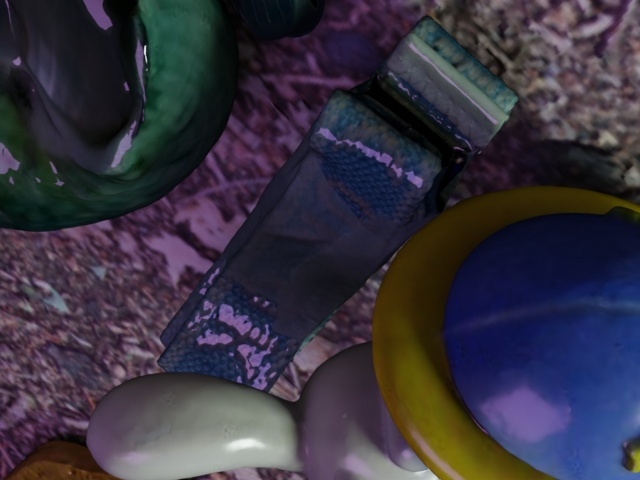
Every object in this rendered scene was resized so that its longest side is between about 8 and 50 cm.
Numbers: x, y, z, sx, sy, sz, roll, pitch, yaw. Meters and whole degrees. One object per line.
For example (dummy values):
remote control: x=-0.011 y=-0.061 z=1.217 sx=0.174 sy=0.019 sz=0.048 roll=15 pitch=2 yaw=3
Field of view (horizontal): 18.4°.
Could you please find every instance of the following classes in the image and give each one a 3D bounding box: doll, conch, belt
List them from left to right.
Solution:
conch: x=-0.132 y=-0.093 z=0.960 sx=0.202 sy=0.134 sz=0.196 roll=27 pitch=122 yaw=22
belt: x=0.000 y=0.000 z=0.968 sx=0.072 sy=0.087 sz=0.302 roll=44 pitch=143 yaw=4
doll: x=0.056 y=0.059 z=0.894 sx=0.311 sy=0.160 sz=0.242 roll=5 pitch=168 yaw=-13

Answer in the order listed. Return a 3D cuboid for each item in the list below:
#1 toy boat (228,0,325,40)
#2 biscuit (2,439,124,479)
toy boat: x=-0.026 y=-0.140 z=0.880 sx=0.055 sy=0.060 sz=0.141 roll=19 pitch=146 yaw=27
biscuit: x=-0.127 y=0.194 z=1.320 sx=0.220 sy=0.029 sz=0.142 roll=4 pitch=128 yaw=38
